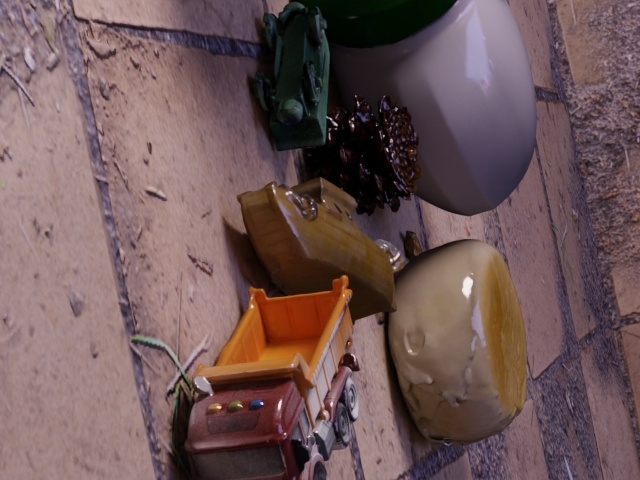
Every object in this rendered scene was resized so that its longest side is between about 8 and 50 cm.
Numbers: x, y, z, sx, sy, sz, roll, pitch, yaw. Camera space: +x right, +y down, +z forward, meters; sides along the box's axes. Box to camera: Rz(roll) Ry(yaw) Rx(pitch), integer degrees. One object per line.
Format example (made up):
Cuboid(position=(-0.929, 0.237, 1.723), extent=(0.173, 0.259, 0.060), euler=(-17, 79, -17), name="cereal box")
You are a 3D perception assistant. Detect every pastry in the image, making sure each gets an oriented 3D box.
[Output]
Cuboid(position=(0.169, 0.127, 2.093), extent=(0.265, 0.133, 0.265), euler=(-10, 90, -72), name="pastry")

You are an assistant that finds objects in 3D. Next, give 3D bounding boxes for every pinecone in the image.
Cuboid(position=(0.046, -0.093, 1.870), extent=(0.140, 0.120, 0.140), euler=(-7, 90, -75), name="pinecone")

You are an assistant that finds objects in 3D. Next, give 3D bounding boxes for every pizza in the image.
Cuboid(position=(0.121, 0.017, 2.212), extent=(0.037, 0.016, 0.083), euler=(-85, 160, -45), name="pizza")

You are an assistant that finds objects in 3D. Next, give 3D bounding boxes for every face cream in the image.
Cuboid(position=(0.128, -0.217, 2.037), extent=(0.357, 0.219, 0.312), euler=(59, 21, -44), name="face cream")

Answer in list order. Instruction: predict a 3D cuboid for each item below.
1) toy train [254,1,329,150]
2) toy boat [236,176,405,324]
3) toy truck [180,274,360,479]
Cuboid(position=(-0.024, -0.172, 1.794), extent=(0.099, 0.070, 0.172), euler=(71, 16, -45), name="toy train")
Cuboid(position=(0.000, 0.000, 1.725), extent=(0.321, 0.089, 0.121), euler=(33, 42, -64), name="toy boat")
Cuboid(position=(-0.036, 0.136, 1.482), extent=(0.270, 0.114, 0.135), euler=(-65, 143, -63), name="toy truck")
